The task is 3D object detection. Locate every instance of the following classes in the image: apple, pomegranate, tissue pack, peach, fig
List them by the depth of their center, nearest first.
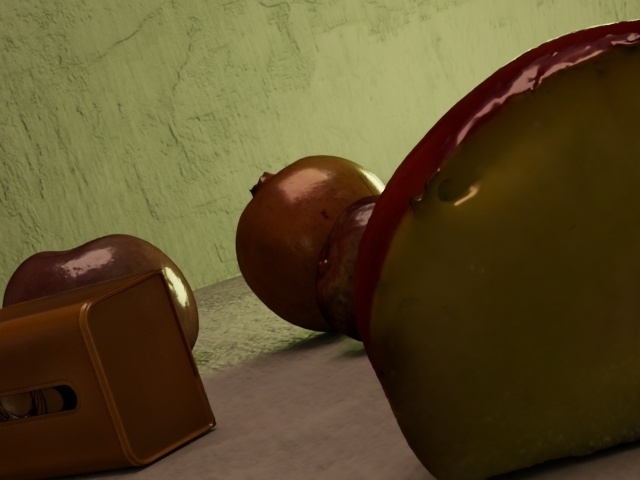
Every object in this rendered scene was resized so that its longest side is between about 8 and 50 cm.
[{"bbox_3d":[0.212,-0.005,0.991,0.380,0.306,0.242,-22,10,9],"label":"peach"},{"bbox_3d":[-0.286,0.159,1.486,0.275,0.194,0.145,-15,5,36],"label":"tissue pack"},{"bbox_3d":[0.091,0.039,1.707,0.205,0.205,0.205,-17,4,1],"label":"fig"},{"bbox_3d":[0.000,0.000,1.918,0.264,0.264,0.264,-17,4,1],"label":"pomegranate"},{"bbox_3d":[-0.344,0.113,2.065,0.306,0.235,0.306,-16,4,1],"label":"apple"}]
